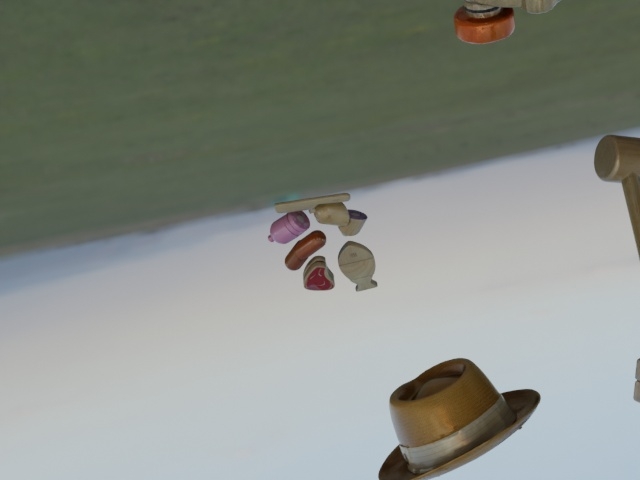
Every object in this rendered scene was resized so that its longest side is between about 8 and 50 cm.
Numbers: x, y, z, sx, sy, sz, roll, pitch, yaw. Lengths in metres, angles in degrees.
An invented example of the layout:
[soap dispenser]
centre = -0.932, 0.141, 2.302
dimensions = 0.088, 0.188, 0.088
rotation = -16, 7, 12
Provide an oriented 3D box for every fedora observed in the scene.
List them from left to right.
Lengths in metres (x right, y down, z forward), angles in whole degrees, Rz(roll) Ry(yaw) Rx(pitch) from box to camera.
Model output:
[fedora]
centre = 0.123, 0.169, 1.506
dimensions = 0.194, 0.079, 0.194
rotation = -28, -176, 2

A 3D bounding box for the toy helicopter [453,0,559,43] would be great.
[toy helicopter]
centre = 0.354, -0.366, 2.051
dimensions = 0.355, 0.140, 0.235
rotation = 10, -144, 30

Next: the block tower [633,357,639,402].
[block tower]
centre = 0.543, 0.220, 1.825
dimensions = 0.335, 0.091, 0.097
rotation = 22, -147, 40

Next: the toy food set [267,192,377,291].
[toy food set]
centre = 0.000, 0.000, 1.158
dimensions = 0.078, 0.019, 0.122
rotation = -8, 143, 2

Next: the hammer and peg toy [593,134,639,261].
[hammer and peg toy]
centre = 0.465, -0.077, 1.718
dimensions = 0.127, 0.266, 0.361
rotation = -1, 164, -23
